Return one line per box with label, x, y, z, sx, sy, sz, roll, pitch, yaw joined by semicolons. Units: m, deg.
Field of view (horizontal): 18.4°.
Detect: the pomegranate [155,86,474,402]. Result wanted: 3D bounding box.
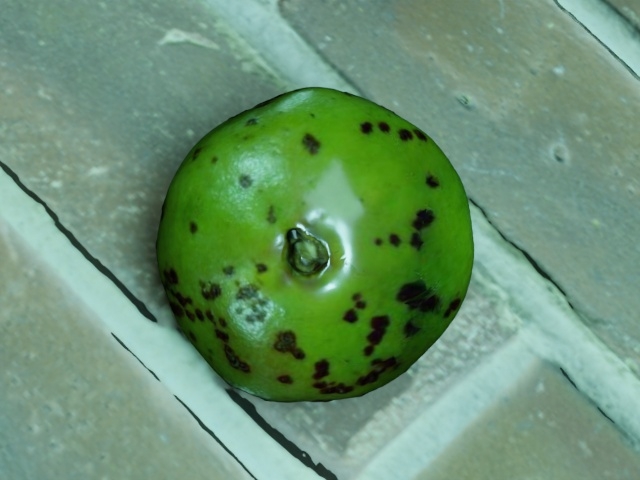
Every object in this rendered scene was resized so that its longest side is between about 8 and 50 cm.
pomegranate;0.000;0.000;1.324;0.211;0.263;0.211;1;98;7
